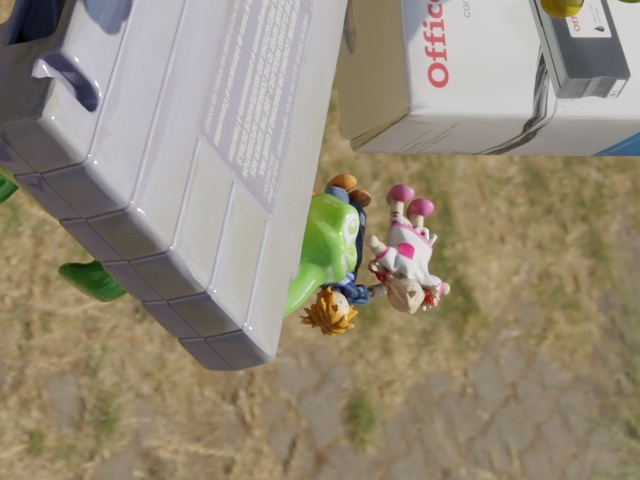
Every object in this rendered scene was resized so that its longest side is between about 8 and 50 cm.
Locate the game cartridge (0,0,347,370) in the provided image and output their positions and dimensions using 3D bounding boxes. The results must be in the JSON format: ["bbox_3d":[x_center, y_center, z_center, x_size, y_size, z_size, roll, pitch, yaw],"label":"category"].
[{"bbox_3d":[-0.067,-0.131,0.859,0.230,0.068,0.355,56,35,-47],"label":"game cartridge"}]

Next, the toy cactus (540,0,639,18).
[{"bbox_3d":[0.076,-0.167,0.679,0.219,0.180,0.112,28,77,-50],"label":"toy cactus"}]

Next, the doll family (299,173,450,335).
[{"bbox_3d":[0.000,0.000,1.495,0.263,0.118,0.163,35,44,-30],"label":"doll family"}]

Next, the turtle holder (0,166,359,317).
[{"bbox_3d":[-0.105,-0.068,1.181,0.320,0.243,0.227,34,73,0],"label":"turtle holder"}]

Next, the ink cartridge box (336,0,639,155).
[{"bbox_3d":[0.224,-0.247,1.703,0.395,0.166,0.285,-1,79,-22],"label":"ink cartridge box"}]
